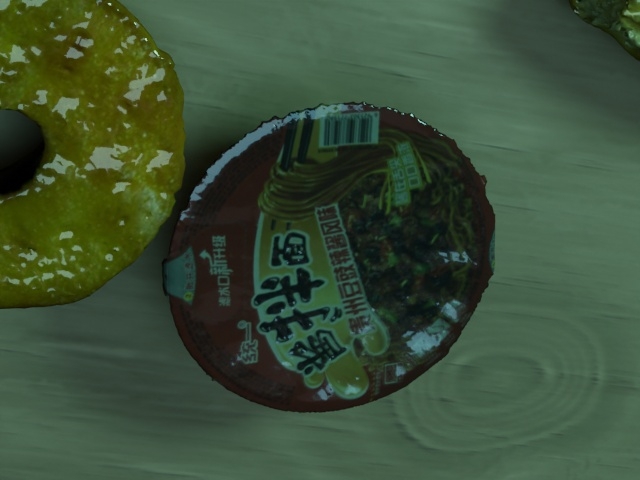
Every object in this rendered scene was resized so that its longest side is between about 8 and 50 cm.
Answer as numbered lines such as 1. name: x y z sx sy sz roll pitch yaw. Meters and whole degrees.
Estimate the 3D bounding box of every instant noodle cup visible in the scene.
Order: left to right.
1. instant noodle cup: 0.000 0.000 1.403 0.274 0.090 0.274 -6 117 -13

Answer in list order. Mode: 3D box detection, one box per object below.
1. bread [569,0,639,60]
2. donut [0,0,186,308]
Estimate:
1. bread: 0.326 -0.193 1.378 0.245 0.121 0.174 24 116 -28
2. donut: -0.254 -0.084 1.286 0.303 0.110 0.303 -7 119 -13
